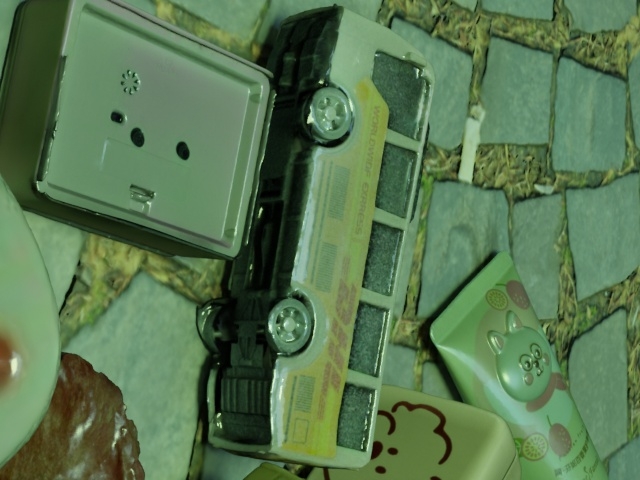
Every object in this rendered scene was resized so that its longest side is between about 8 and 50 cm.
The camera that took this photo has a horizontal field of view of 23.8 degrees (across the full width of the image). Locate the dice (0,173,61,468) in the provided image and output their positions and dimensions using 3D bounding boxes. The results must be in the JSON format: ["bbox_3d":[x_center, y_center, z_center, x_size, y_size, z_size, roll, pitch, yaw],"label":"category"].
[{"bbox_3d":[-0.266,0.044,0.802,0.192,0.194,0.193,-39,120,-43],"label":"dice"}]

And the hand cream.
[{"bbox_3d":[0.196,0.173,1.427,0.147,0.093,0.306,-42,112,-41],"label":"hand cream"}]

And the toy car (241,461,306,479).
[{"bbox_3d":[-0.080,0.277,1.050,0.256,0.124,0.101,-42,153,-25],"label":"toy car"}]

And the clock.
[{"bbox_3d":[-0.127,-0.076,1.049,0.192,0.071,0.147,19,77,-47],"label":"clock"}]

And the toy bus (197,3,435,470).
[{"bbox_3d":[0.000,0.000,1.157,0.138,0.097,0.343,18,77,-34],"label":"toy bus"}]

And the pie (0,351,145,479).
[{"bbox_3d":[-0.199,0.171,0.986,0.218,0.054,0.204,-17,104,-48],"label":"pie"}]

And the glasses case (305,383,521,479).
[{"bbox_3d":[0.027,0.266,1.174,0.336,0.144,0.076,-56,143,-33],"label":"glasses case"}]
